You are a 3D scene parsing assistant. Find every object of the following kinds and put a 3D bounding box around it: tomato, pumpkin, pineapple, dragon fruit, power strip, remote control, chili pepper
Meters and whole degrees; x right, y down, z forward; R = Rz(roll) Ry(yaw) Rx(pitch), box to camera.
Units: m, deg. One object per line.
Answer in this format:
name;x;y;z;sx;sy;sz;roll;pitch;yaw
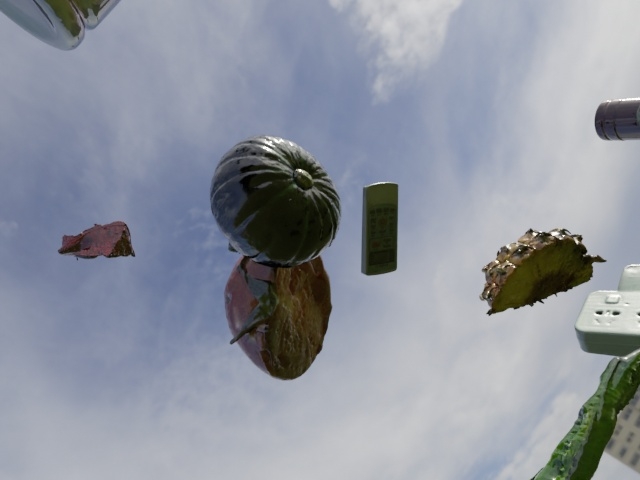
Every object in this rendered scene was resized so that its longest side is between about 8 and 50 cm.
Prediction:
tomato;-0.105;0.133;1.242;0.309;0.170;0.308;-32;-54;-58
pumpkin;-0.098;-0.055;1.072;0.248;0.248;0.247;-26;-50;-35
pineapple;0.470;0.034;1.312;0.335;0.158;0.161;-14;-66;-15
dragon fruit;-0.591;0.030;1.552;0.192;0.122;0.092;-7;-40;4
power strip;0.785;0.191;1.461;0.261;0.230;0.141;-46;-59;-38
remote control;0.182;-0.036;1.793;0.124;0.038;0.285;-7;-73;-29
chili pepper;0.360;0.262;0.774;0.359;0.085;0.076;-44;-57;-14

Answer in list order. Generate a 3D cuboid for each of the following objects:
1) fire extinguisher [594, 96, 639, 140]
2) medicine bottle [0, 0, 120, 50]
fire extinguisher;0.780;-0.283;1.293;0.138;0.344;0.102;40;-106;-31
medicine bottle;-0.281;-0.412;0.719;0.315;0.202;0.202;-55;-39;-16
